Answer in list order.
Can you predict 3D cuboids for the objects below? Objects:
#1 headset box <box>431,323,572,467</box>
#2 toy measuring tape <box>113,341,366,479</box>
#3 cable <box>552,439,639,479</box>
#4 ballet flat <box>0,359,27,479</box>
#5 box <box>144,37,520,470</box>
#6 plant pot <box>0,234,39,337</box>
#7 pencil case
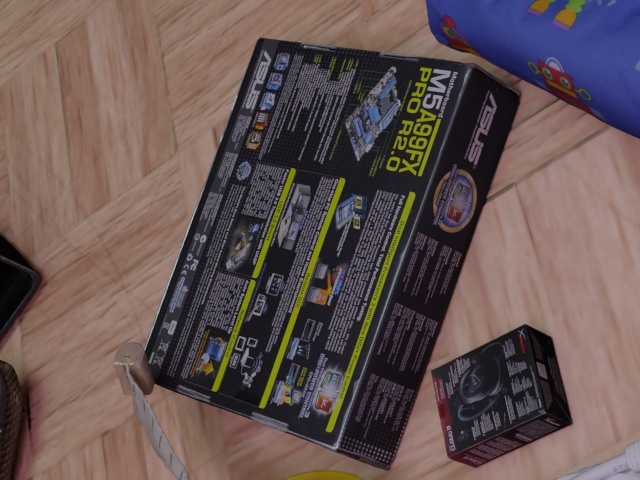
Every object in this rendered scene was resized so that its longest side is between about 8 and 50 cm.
[{"bbox_3d":[0.108,0.098,1.025,0.083,0.032,0.062,-31,52,30],"label":"headset box"},{"bbox_3d":[-0.024,0.164,1.057,0.121,0.121,0.330,-50,45,14],"label":"toy measuring tape"},{"bbox_3d":[0.140,0.240,0.858,0.257,0.089,0.257,-27,42,48],"label":"cable"},{"bbox_3d":[-0.281,0.219,1.324,0.084,0.058,0.250,5,80,26],"label":"ballet flat"},{"bbox_3d":[0.000,0.000,1.151,0.216,0.060,0.270,13,81,45],"label":"box"},{"bbox_3d":[-0.380,0.029,1.418,0.187,0.188,0.167,-53,32,11],"label":"plant pot"},{"bbox_3d":[0.191,-0.131,0.990,0.133,0.119,0.306,-49,44,-6],"label":"pencil case"}]
